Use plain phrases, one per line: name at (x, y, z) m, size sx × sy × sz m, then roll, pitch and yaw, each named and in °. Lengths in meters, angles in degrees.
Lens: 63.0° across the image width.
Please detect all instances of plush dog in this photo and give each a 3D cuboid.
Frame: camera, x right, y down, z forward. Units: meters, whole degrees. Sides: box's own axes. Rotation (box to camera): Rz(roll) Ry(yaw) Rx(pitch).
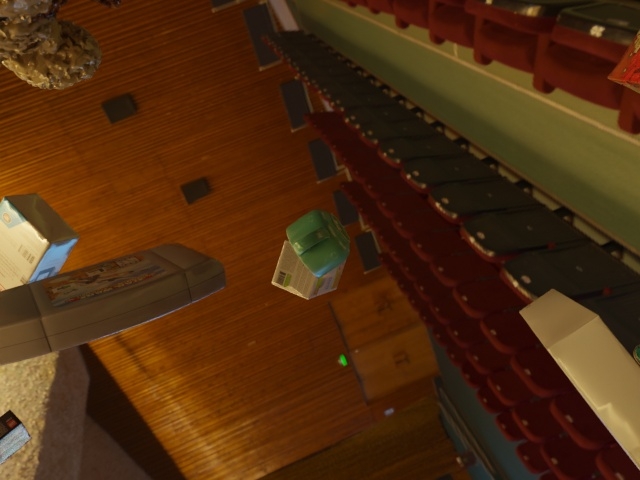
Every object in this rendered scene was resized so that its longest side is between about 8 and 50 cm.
plush dog at (-0.351, -0.257, 0.549) m, size 0.225 × 0.262 × 0.211 m, roll -8°, pitch 115°, yaw 38°

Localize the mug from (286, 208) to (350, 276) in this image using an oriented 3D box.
mug at (0.005, 0.004, 1.092) m, size 0.129 × 0.097 × 0.158 m, roll 51°, pitch -169°, yaw -25°

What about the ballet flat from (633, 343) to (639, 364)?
ballet flat at (0.774, 0.282, 1.094) m, size 0.213 × 0.072 × 0.068 m, roll 19°, pitch 163°, yaw 42°

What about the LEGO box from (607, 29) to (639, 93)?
LEGO box at (0.659, -0.152, 0.579) m, size 0.372 × 0.499 × 0.193 m, roll -65°, pitch 1°, yaw -68°

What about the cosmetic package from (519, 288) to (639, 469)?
cosmetic package at (0.486, 0.239, 0.898) m, size 0.284 × 0.097 × 0.377 m, roll 52°, pitch -168°, yaw 8°

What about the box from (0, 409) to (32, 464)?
box at (-0.619, 0.400, 0.916) m, size 0.036 × 0.207 × 0.114 m, roll 39°, pitch 142°, yaw 11°

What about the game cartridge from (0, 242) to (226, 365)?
game cartridge at (-0.292, 0.073, 0.717) m, size 0.198 × 0.297 × 0.062 m, roll 7°, pitch 112°, yaw 57°

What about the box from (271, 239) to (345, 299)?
box at (-0.020, 0.064, 1.287) m, size 0.203 × 0.103 × 0.114 m, roll -3°, pitch -68°, yaw -70°

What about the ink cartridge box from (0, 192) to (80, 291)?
ink cartridge box at (-0.464, 0.029, 0.804) m, size 0.104 × 0.180 × 0.060 m, roll 43°, pitch -159°, yaw 7°
